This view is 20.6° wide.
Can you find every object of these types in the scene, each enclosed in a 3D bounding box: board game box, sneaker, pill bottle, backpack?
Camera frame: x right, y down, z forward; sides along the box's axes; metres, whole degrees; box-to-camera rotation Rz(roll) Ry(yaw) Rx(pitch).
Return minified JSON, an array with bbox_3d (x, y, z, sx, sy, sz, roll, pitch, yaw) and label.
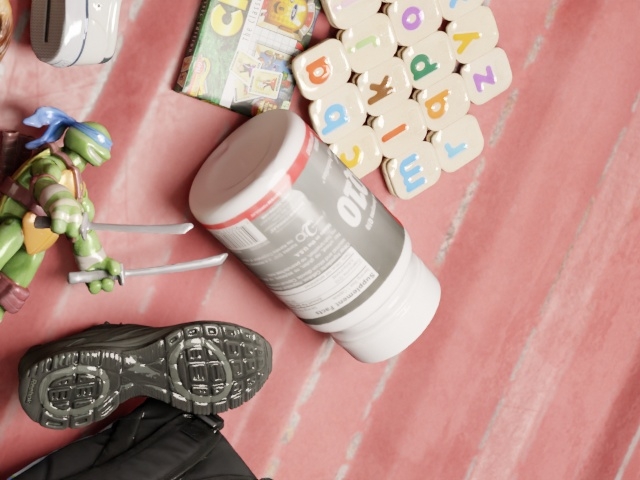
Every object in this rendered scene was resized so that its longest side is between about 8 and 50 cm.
[{"bbox_3d":[-0.064,-0.270,1.976,0.136,0.030,0.259,16,92,-27],"label":"board game box"},{"bbox_3d":[-0.247,-0.310,1.851,0.091,0.094,0.258,-1,104,-48],"label":"sneaker"},{"bbox_3d":[0.000,0.000,1.986,0.283,0.161,0.161,45,79,-27],"label":"pill bottle"},{"bbox_3d":[-0.194,0.128,1.922,0.286,0.130,0.109,-2,107,-19],"label":"sneaker"},{"bbox_3d":[-0.236,0.351,1.857,0.355,0.290,0.273,-18,145,-48],"label":"backpack"}]

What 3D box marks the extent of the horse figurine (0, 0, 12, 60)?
[{"bbox_3d":[-0.390,-0.275,1.786,0.174,0.066,0.263,-34,111,-11],"label":"horse figurine"}]

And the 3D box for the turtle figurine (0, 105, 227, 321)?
[{"bbox_3d":[-0.268,0.024,1.824,0.275,0.198,0.266,44,87,-12],"label":"turtle figurine"}]

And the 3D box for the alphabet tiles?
[{"bbox_3d":[0.099,-0.198,2.064,0.278,0.021,0.284,-33,117,-23],"label":"alphabet tiles"}]
